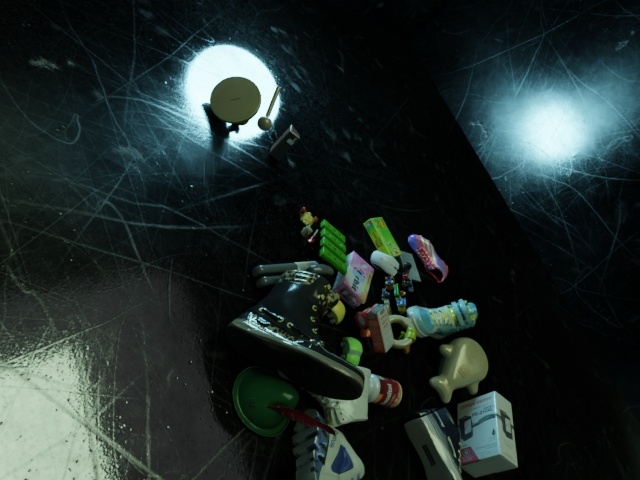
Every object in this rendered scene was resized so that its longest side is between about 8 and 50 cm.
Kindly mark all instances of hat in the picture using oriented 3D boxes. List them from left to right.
[{"bbox_3d":[-0.081,0.372,1.180,0.208,0.183,0.173,41,37,-17],"label":"hat"}]

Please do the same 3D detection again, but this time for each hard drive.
[{"bbox_3d":[0.371,0.111,2.037,0.094,0.022,0.135,15,50,-40],"label":"hard drive"}]

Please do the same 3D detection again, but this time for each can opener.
[{"bbox_3d":[-0.083,0.097,1.498,0.280,0.093,0.074,-3,64,-44],"label":"can opener"}]

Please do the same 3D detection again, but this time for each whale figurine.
[{"bbox_3d":[0.499,0.485,1.804,0.272,0.141,0.216,-37,90,-30],"label":"whale figurine"}]

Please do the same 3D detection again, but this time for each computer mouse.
[{"bbox_3d":[0.280,0.104,1.899,0.193,0.042,0.106,29,77,-23],"label":"computer mouse"}]

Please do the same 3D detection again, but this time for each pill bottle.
[{"bbox_3d":[0.171,0.456,1.473,0.152,0.086,0.086,24,45,-33],"label":"pill bottle"}]

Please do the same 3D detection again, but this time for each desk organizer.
[{"bbox_3d":[-0.132,-0.362,1.784,0.047,0.130,0.050,34,38,-23],"label":"desk organizer"}]

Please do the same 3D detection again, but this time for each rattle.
[{"bbox_3d":[0.224,0.336,1.686,0.199,0.143,0.130,-7,68,-10],"label":"rattle"}]

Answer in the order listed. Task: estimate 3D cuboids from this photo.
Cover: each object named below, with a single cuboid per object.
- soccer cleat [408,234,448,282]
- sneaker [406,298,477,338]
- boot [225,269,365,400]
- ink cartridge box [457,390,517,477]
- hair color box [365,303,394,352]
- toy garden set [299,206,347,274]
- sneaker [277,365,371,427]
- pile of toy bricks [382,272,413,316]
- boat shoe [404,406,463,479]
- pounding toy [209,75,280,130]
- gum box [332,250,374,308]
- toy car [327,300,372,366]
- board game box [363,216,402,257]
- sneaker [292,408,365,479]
[{"bbox_3d":[0.475,0.078,2.137,0.248,0.083,0.095,48,41,-11],"label":"soccer cleat"},{"bbox_3d":[0.463,0.278,1.801,0.319,0.208,0.127,19,49,-54],"label":"sneaker"},{"bbox_3d":[-0.022,0.232,1.272,0.377,0.138,0.284,18,39,18],"label":"boot"},{"bbox_3d":[0.568,0.665,1.665,0.100,0.172,0.237,39,38,-18],"label":"ink cartridge box"},{"bbox_3d":[0.193,0.282,1.556,0.072,0.043,0.141,-30,111,-52],"label":"hair color box"},{"bbox_3d":[0.000,0.000,1.658,0.203,0.049,0.244,39,23,-18],"label":"toy garden set"},{"bbox_3d":[0.014,0.419,1.312,0.292,0.108,0.169,16,60,-24],"label":"sneaker"},{"bbox_3d":[0.294,0.222,1.807,0.212,0.118,0.105,-78,152,-56],"label":"pile of toy bricks"},{"bbox_3d":[0.401,0.683,1.500,0.158,0.127,0.341,-1,61,-40],"label":"boat shoe"},{"bbox_3d":[-0.270,-0.476,1.733,0.236,0.110,0.183,13,76,4],"label":"pounding toy"},{"bbox_3d":[0.116,0.140,1.696,0.107,0.062,0.188,42,37,-15],"label":"gum box"},{"bbox_3d":[0.103,0.292,1.540,0.239,0.053,0.225,17,53,-25],"label":"toy car"},{"bbox_3d":[0.257,-0.006,1.991,0.092,0.043,0.181,-10,69,-52],"label":"board game box"},{"bbox_3d":[0.025,0.586,1.169,0.182,0.127,0.316,32,39,-23],"label":"sneaker"}]
